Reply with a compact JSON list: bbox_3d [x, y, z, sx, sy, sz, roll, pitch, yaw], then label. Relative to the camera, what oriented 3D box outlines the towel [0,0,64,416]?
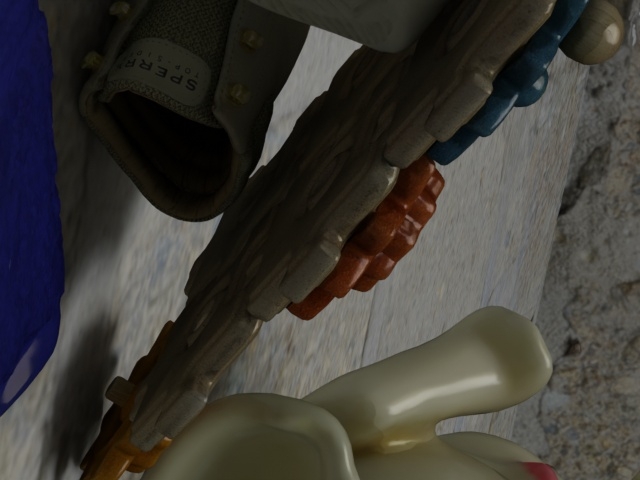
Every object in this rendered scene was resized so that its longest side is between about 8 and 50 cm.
[{"bbox_3d":[-0.120,-0.042,0.399,0.228,0.076,0.308,-73,170,-53],"label":"towel"}]

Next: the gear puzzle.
[{"bbox_3d":[0.000,0.000,0.693,0.339,0.044,0.175,-48,-166,34],"label":"gear puzzle"}]

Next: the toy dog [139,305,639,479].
[{"bbox_3d":[0.048,0.235,0.989,0.395,0.284,0.408,-64,171,13],"label":"toy dog"}]

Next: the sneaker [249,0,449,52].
[{"bbox_3d":[0.001,-0.210,0.519,0.148,0.131,0.350,-55,157,-21],"label":"sneaker"}]

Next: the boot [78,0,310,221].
[{"bbox_3d":[-0.035,-0.120,0.692,0.213,0.077,0.165,85,24,-57],"label":"boot"}]
